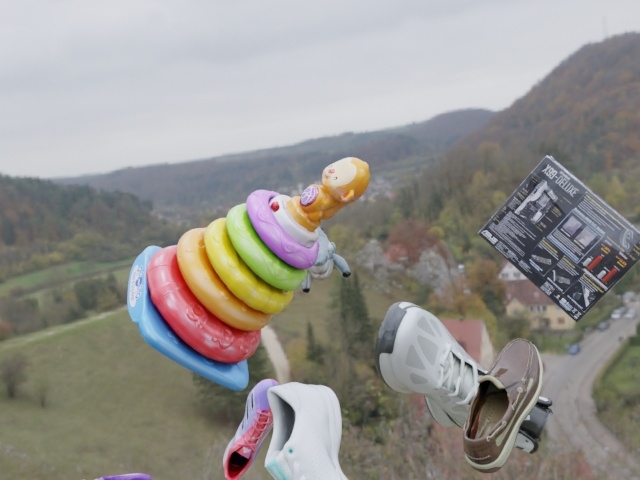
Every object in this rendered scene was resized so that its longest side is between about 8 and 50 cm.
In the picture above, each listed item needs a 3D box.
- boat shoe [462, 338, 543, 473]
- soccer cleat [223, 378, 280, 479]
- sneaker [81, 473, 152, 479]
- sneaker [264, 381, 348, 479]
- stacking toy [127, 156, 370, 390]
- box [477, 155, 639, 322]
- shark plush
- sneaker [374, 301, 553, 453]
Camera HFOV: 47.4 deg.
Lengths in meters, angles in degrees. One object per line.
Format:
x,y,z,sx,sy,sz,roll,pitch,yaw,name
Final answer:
0.306,0.256,1.222,0.095,0.095,0.258,-3,43,36,boat shoe
-0.146,0.415,1.584,0.083,0.248,0.095,24,21,-8,soccer cleat
-0.250,0.284,0.716,0.104,0.095,0.236,-39,-20,27,sneaker
-0.015,0.248,0.747,0.080,0.212,0.094,-36,-37,29,sneaker
-0.062,0.010,0.820,0.301,0.165,0.175,-40,34,19,stacking toy
0.556,-0.007,1.670,0.242,0.307,0.076,-52,-17,20,box
0.000,0.000,1.053,0.073,0.067,0.161,-14,41,16,shark plush
0.293,0.259,1.364,0.257,0.169,0.447,9,-25,38,sneaker
